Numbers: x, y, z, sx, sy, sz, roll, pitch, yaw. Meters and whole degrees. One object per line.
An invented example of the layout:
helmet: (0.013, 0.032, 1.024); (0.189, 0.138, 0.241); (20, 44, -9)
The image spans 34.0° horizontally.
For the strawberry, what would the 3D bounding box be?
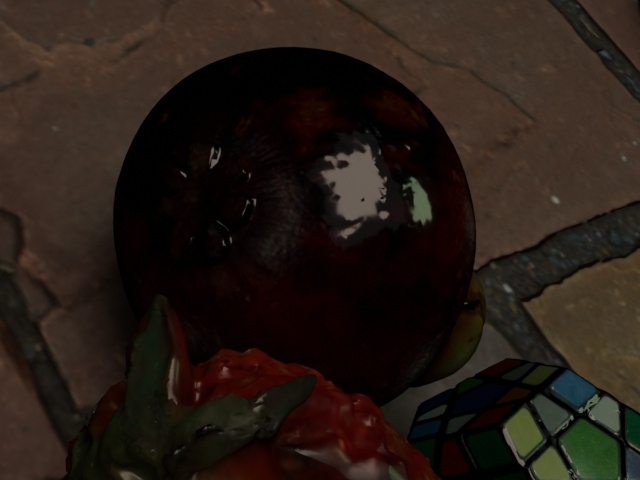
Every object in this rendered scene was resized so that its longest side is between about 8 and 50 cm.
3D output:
strawberry: (0.004, 0.131, 0.406); (0.228, 0.174, 0.098); (29, 16, -11)

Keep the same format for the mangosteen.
mangosteen: (0.000, 0.000, 0.502); (0.200, 0.200, 0.200); (12, 51, -16)

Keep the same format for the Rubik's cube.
Rubik's cube: (0.095, 0.118, 0.476); (0.133, 0.133, 0.112); (-30, 98, -38)
